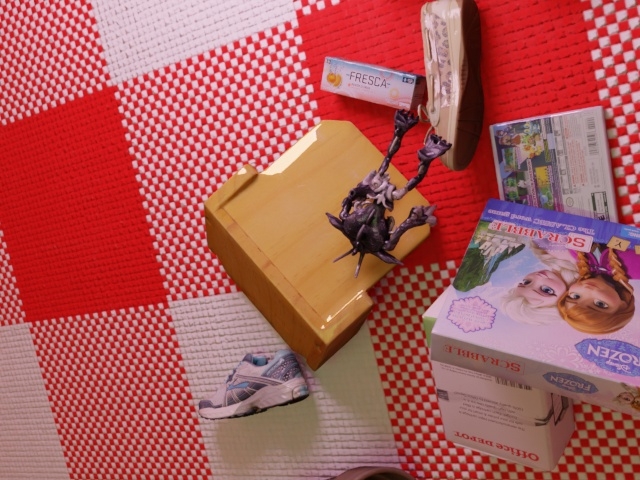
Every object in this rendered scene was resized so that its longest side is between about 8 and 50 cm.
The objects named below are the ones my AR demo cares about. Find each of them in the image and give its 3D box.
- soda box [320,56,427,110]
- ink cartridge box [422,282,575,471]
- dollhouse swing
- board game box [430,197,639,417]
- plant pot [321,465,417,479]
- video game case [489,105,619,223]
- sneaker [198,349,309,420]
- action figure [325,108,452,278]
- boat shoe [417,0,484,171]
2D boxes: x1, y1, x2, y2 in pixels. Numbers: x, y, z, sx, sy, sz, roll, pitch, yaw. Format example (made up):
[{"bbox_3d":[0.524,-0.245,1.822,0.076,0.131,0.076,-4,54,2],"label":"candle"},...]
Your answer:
[{"bbox_3d":[0.094,-0.281,1.347,0.183,0.058,0.063,19,110,24],"label":"soda box"},{"bbox_3d":[0.299,0.224,1.254,0.198,0.115,0.273,8,125,37],"label":"ink cartridge box"},{"bbox_3d":[0.000,0.000,1.465,0.347,0.305,0.315,47,161,12],"label":"dollhouse swing"},{"bbox_3d":[0.360,0.083,1.113,0.318,0.318,0.066,12,135,20],"label":"board game box"},{"bbox_3d":[0.029,0.596,1.469,0.280,0.323,0.323,-13,95,48],"label":"plant pot"},{"bbox_3d":[0.382,-0.106,1.243,0.183,0.023,0.201,-6,99,31],"label":"video game case"},{"bbox_3d":[-0.148,0.307,1.612,0.283,0.110,0.122,-21,72,29],"label":"sneaker"},{"bbox_3d":[0.119,-0.069,1.268,0.164,0.141,0.276,38,119,20],"label":"action figure"},{"bbox_3d":[0.215,-0.258,1.265,0.089,0.104,0.285,3,93,34],"label":"boat shoe"}]
